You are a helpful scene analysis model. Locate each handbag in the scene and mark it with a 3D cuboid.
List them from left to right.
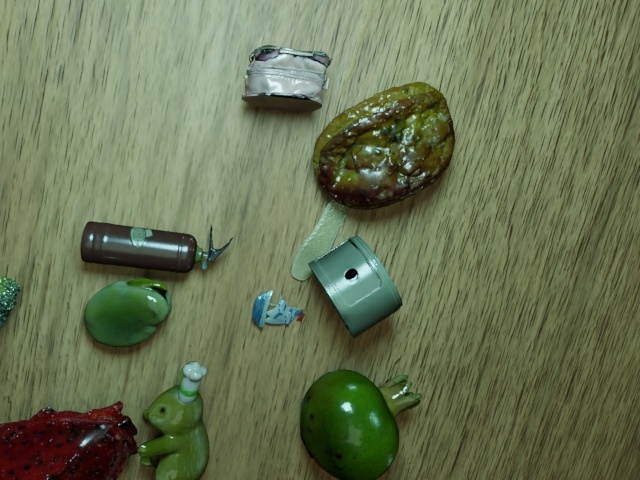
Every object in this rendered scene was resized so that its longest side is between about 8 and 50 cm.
[{"bbox_3d":[-0.081,-0.379,1.188,0.205,0.179,0.116,2,94,-14],"label":"handbag"}]

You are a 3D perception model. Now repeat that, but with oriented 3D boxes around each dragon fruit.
[{"bbox_3d":[-0.642,0.548,1.305,0.329,0.228,0.286,-38,140,-22],"label":"dragon fruit"}]

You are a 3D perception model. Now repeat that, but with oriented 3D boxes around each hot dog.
[{"bbox_3d":[0.168,-0.238,1.267,0.388,0.174,0.266,-27,108,-6],"label":"hot dog"}]

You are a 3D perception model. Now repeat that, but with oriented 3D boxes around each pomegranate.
[{"bbox_3d":[0.124,0.509,1.391,0.359,0.216,0.309,-26,102,-7],"label":"pomegranate"}]

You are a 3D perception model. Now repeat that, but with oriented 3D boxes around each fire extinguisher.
[{"bbox_3d":[-0.392,0.007,1.235,0.344,0.102,0.137,7,98,-13],"label":"fire extinguisher"}]

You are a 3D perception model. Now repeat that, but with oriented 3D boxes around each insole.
[{"bbox_3d":[0.000,0.000,1.364,0.081,0.011,0.247,28,94,-15],"label":"insole"}]

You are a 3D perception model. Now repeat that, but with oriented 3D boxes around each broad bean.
[{"bbox_3d":[-0.482,0.177,1.255,0.228,0.100,0.169,-40,100,0],"label":"broad bean"}]

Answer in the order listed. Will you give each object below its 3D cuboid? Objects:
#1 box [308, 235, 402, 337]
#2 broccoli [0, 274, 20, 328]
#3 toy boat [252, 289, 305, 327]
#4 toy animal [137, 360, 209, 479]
[{"bbox_3d":[0.088,0.116,1.296,0.149,0.226,0.226,-32,106,-4],"label":"box"},{"bbox_3d":[-0.855,0.091,1.121,0.252,0.221,0.361,-9,106,27],"label":"broccoli"},{"bbox_3d":[-0.124,0.201,1.377,0.149,0.034,0.105,37,89,-29],"label":"toy boat"},{"bbox_3d":[-0.383,0.467,1.298,0.181,0.181,0.362,-6,104,-21],"label":"toy animal"}]
